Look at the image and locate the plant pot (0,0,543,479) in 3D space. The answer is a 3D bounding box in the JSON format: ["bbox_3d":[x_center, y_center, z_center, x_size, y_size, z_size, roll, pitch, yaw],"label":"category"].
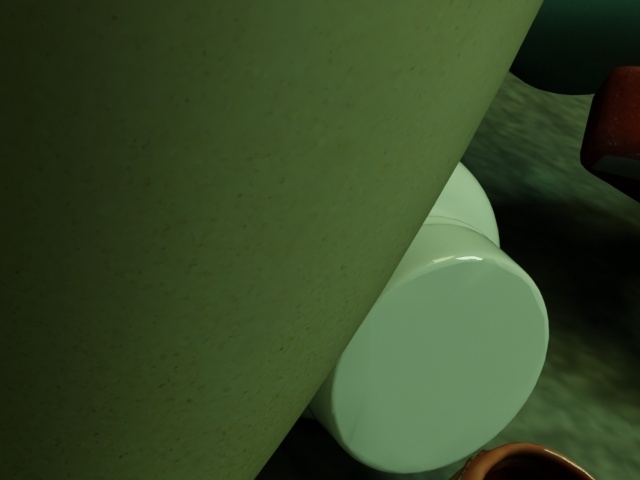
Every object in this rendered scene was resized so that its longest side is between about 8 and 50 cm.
[{"bbox_3d":[-0.068,-0.040,0.495,0.256,0.274,0.256,12,22,-5],"label":"plant pot"}]

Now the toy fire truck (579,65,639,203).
[{"bbox_3d":[0.264,-0.006,0.802,0.302,0.169,0.254,15,-5,4],"label":"toy fire truck"}]

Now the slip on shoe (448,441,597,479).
[{"bbox_3d":[0.134,0.155,0.390,0.331,0.101,0.123,32,27,33],"label":"slip on shoe"}]

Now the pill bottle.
[{"bbox_3d":[0.000,0.000,0.653,0.112,0.112,0.187,1,26,-30],"label":"pill bottle"}]

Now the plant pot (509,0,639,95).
[{"bbox_3d":[0.075,-0.203,0.802,0.255,0.272,0.272,35,7,-37],"label":"plant pot"}]
